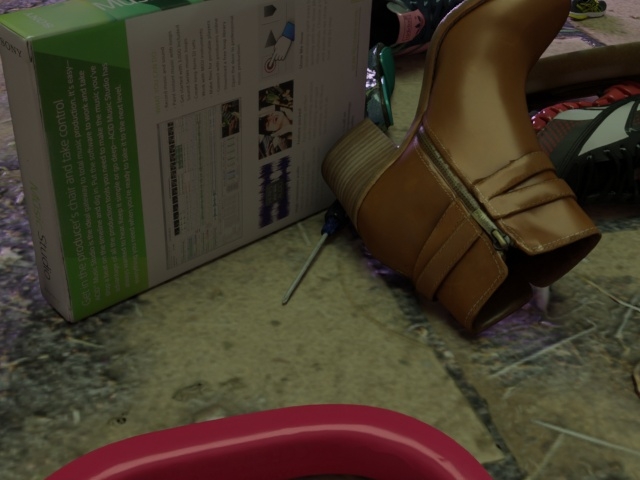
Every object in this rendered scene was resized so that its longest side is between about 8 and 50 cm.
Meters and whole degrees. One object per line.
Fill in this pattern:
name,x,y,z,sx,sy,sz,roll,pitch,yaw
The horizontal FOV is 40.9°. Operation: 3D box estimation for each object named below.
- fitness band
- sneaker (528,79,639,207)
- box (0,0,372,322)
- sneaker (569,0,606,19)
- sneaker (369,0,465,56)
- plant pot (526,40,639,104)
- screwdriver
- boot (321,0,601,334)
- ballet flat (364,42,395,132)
fitness band,-0.031,0.178,0.453,0.290,0.054,0.209,-7,31,-15
sneaker,0.279,-0.080,0.823,0.276,0.098,0.135,-23,39,-36
box,-0.089,-0.097,0.703,0.322,0.232,0.058,-26,43,-37
sneaker,0.419,-0.367,1.334,0.083,0.035,0.031,-22,41,-33
sneaker,0.130,-0.284,1.116,0.318,0.112,0.131,-10,25,-5
plant pot,0.297,-0.183,0.960,0.236,0.032,0.236,-9,2,0
screwdriver,0.000,0.000,0.751,0.024,0.025,0.170,13,34,16
boot,0.152,-0.079,0.706,0.283,0.109,0.220,-41,52,0
ballet flat,0.053,-0.181,1.002,0.070,0.070,0.188,5,30,4
